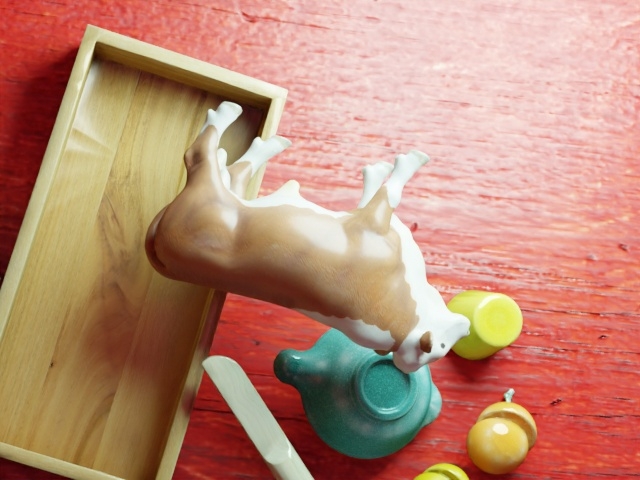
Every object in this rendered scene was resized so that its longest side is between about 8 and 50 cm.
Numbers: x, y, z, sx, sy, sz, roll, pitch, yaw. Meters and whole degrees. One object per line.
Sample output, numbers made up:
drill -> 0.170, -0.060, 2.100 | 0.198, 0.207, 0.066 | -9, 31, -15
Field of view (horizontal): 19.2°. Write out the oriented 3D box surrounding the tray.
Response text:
tray -> -0.188, 0.024, 1.797 | 0.202, 0.076, 0.411 | 18, 80, -6

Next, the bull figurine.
bull figurine -> 0.000, 0.000, 1.731 | 0.310, 0.101, 0.188 | 16, 75, 0

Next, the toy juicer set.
toy juicer set -> 0.055, 0.177, 1.806 | 0.329, 0.089, 0.209 | -13, 88, -21
